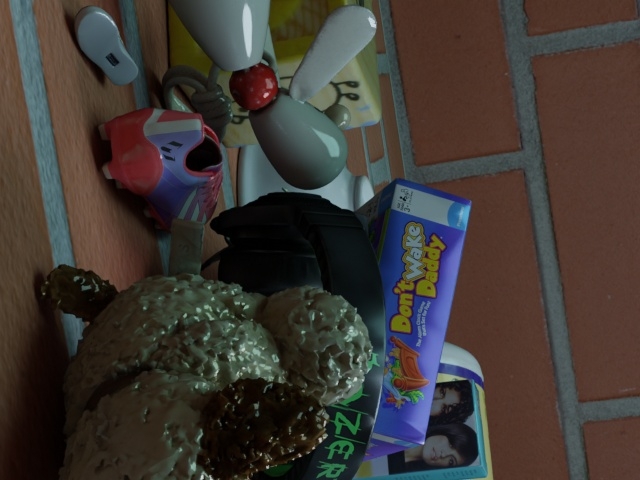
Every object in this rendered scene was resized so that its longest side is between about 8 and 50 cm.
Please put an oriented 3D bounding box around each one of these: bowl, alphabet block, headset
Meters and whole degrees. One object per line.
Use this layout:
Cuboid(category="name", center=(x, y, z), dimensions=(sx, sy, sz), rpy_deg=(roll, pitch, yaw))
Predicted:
Cuboid(category="bowl", center=(0.000, 0.000, 1.883), dimensions=(0.298, 0.134, 0.298), rpy_deg=(-7, 90, -80))
Cuboid(category="alphabet block", center=(-0.047, -0.231, 1.644), dimensions=(0.197, 0.192, 0.193), rpy_deg=(53, 28, -68))
Cuboid(category="headset", center=(-0.013, 0.063, 1.362), dimensions=(0.394, 0.185, 0.243), rpy_deg=(-128, -133, -58))

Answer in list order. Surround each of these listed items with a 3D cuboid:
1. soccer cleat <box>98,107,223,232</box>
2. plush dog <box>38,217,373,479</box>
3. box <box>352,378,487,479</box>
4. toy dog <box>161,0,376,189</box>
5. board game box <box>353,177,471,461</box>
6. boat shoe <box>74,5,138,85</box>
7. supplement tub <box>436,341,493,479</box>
Cuboid(category="soccer cleat", center=(-0.118, -0.061, 1.375), dimensions=(0.248, 0.095, 0.083), rpy_deg=(46, 37, -73))
Cuboid(category="plush dog", center=(-0.108, 0.126, 1.055), dimensions=(0.210, 0.262, 0.225), rpy_deg=(41, 17, -22))
Cuboid(category="box", center=(0.056, 0.220, 1.701), dimensions=(0.060, 0.244, 0.100), rpy_deg=(59, 25, -67))
Cuboid(category="toy dog", center=(-0.056, -0.223, 1.405), dimensions=(0.161, 0.220, 0.334), rpy_deg=(-44, 140, -25))
Cuboid(category="board game box", center=(0.032, 0.099, 1.532), dimensions=(0.347, 0.078, 0.233), rpy_deg=(141, -36, -69))
Cuboid(category="boat shoe", center=(-0.183, -0.169, 1.293), dimensions=(0.035, 0.035, 0.100), rpy_deg=(56, 0, 30))
Cuboid(category="supplement tub", center=(0.088, 0.303, 1.828), dimensions=(0.241, 0.241, 0.331), rpy_deg=(59, 25, -65))
